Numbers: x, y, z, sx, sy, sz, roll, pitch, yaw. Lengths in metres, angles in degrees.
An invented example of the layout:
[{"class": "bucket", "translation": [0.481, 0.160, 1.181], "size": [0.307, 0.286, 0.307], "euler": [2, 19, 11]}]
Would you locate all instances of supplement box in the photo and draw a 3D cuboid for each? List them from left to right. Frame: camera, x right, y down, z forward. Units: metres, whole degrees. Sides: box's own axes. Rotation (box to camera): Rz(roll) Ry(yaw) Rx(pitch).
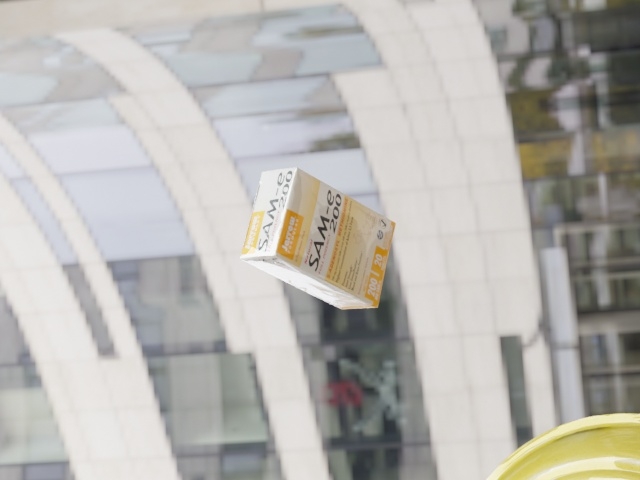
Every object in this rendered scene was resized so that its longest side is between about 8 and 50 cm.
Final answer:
[{"class": "supplement box", "translation": [0.000, 0.000, 1.019], "size": [0.098, 0.036, 0.062], "euler": [27, -112, -40]}]

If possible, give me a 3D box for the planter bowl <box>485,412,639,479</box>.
[{"class": "planter bowl", "translation": [0.141, 0.196, 0.753], "size": [0.090, 0.217, 0.217], "euler": [-3, -92, -62]}]
